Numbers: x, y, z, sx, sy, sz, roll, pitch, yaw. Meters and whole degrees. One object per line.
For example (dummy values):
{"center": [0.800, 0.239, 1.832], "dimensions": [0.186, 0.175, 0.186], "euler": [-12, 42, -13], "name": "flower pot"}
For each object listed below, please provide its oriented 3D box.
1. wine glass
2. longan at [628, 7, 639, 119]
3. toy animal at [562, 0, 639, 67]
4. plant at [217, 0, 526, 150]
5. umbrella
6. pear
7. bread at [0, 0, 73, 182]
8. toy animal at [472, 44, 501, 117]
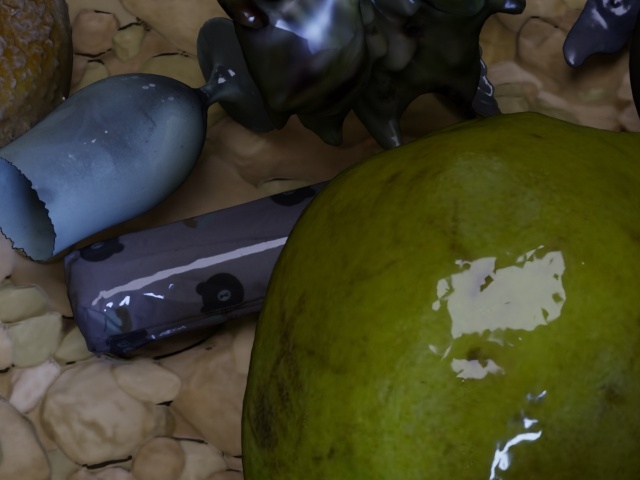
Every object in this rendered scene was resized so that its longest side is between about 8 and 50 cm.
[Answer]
{"center": [-0.124, -0.066, 1.258], "dimensions": [0.202, 0.093, 0.093], "euler": [-33, 63, -30], "name": "wine glass"}
{"center": [0.341, -0.116, 1.185], "dimensions": [0.297, 0.297, 0.297], "euler": [-1, 60, 1], "name": "longan"}
{"center": [0.337, -0.240, 1.365], "dimensions": [0.367, 0.081, 0.206], "euler": [-10, 64, 2], "name": "toy animal"}
{"center": [-0.038, -0.181, 1.233], "dimensions": [0.333, 0.251, 0.180], "euler": [32, 76, 37], "name": "plant"}
{"center": [0.000, 0.000, 1.252], "dimensions": [0.337, 0.067, 0.073], "euler": [-15, 63, -7], "name": "umbrella"}
{"center": [0.090, 0.099, 1.080], "dimensions": [0.287, 0.287, 0.375], "euler": [22, 83, 14], "name": "pear"}
{"center": [-0.312, -0.138, 1.291], "dimensions": [0.305, 0.159, 0.305], "euler": [0, 59, 1], "name": "bread"}
{"center": [0.083, -0.196, 1.348], "dimensions": [0.155, 0.095, 0.219], "euler": [12, 60, 4], "name": "toy animal"}
